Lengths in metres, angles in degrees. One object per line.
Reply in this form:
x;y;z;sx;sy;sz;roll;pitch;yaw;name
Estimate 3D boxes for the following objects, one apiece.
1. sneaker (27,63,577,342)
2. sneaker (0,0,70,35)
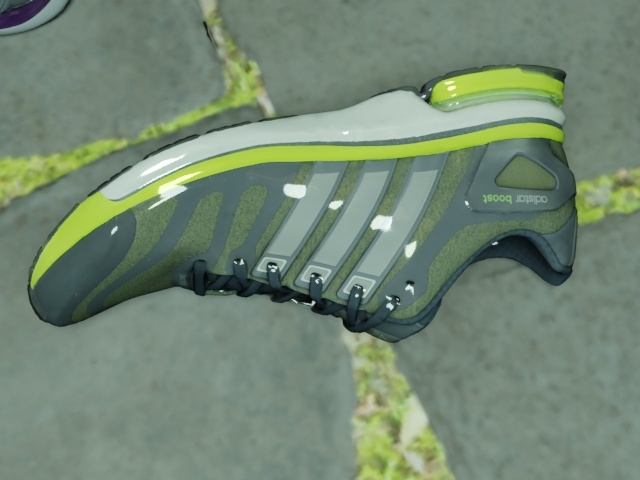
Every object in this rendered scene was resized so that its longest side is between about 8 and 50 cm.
0.000;0.000;0.634;0.300;0.111;0.121;-16;81;-4;sneaker
-0.247;-0.142;0.660;0.224;0.098;0.083;-20;77;-8;sneaker
